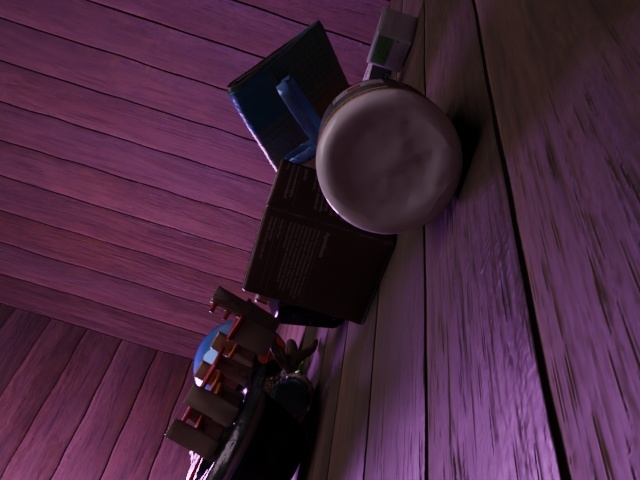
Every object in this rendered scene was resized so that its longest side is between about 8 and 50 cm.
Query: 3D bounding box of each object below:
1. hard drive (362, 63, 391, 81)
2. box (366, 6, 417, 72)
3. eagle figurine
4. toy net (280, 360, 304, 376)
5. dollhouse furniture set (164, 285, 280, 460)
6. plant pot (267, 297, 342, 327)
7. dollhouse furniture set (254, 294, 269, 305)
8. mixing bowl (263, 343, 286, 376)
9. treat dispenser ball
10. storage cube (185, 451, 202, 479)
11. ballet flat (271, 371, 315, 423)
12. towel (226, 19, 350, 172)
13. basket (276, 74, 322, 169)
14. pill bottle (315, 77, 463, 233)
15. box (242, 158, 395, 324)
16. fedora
[{"bbox_3d":[0.119,-0.344,2.284,0.339,0.064,0.237,114,173,-55],"label":"hard drive"},{"bbox_3d":[0.170,-0.476,1.907,0.101,0.087,0.102,112,174,-53],"label":"box"},{"bbox_3d":[-0.150,0.357,1.835,0.298,0.226,0.225,-41,55,30],"label":"eagle figurine"},{"bbox_3d":[-0.076,0.397,1.925,0.122,0.045,0.232,-32,39,53],"label":"toy net"},{"bbox_3d":[-0.194,0.230,1.498,0.259,0.135,0.262,-60,5,15],"label":"dollhouse furniture set"},{"bbox_3d":[-0.017,0.069,1.532,0.187,0.188,0.167,116,160,-66],"label":"plant pot"},{"bbox_3d":[-0.020,0.025,1.887,0.151,0.198,0.301,-21,53,53],"label":"dollhouse furniture set"},{"bbox_3d":[-0.111,0.364,2.119,0.181,0.098,0.181,-162,90,-87],"label":"mixing bowl"},{"bbox_3d":[-0.228,0.375,2.355,0.288,0.288,0.288,-163,90,-87],"label":"treat dispenser ball"},{"bbox_3d":[-0.236,0.575,2.185,0.183,0.215,0.193,-77,11,-54],"label":"storage cube"},{"bbox_3d":[-0.059,0.332,1.665,0.077,0.091,0.241,-42,-16,-43],"label":"ballet flat"},{"bbox_3d":[-0.037,-0.298,1.912,0.271,0.370,0.040,-39,41,-9],"label":"towel"},{"bbox_3d":[0.000,-0.226,1.732,0.201,0.289,0.255,-36,13,12],"label":"basket"},{"bbox_3d":[0.076,-0.116,0.985,0.278,0.162,0.162,-86,14,-74],"label":"pill bottle"},{"bbox_3d":[0.000,0.000,1.288,0.168,0.203,0.167,-78,6,-59],"label":"box"},{"bbox_3d":[-0.120,0.395,1.504,0.334,0.152,0.334,-61,5,10],"label":"fedora"}]
